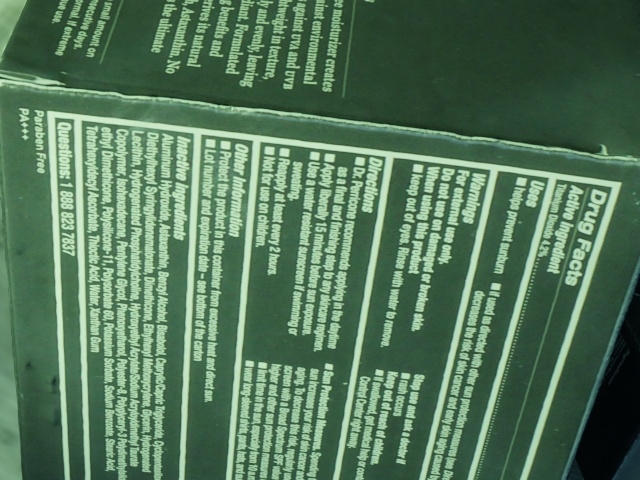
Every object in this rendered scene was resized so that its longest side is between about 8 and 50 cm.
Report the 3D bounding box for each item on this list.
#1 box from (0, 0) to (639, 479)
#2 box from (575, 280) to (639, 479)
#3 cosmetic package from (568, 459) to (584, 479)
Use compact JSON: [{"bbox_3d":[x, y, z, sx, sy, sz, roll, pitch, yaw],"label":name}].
[{"bbox_3d":[0.000,0.000,0.726,0.294,0.183,0.296,8,133,0],"label":"box"},{"bbox_3d":[0.240,0.107,0.870,0.156,0.158,0.093,18,114,-14],"label":"box"},{"bbox_3d":[0.137,0.215,0.899,0.151,0.184,0.151,22,113,-15],"label":"cosmetic package"}]
